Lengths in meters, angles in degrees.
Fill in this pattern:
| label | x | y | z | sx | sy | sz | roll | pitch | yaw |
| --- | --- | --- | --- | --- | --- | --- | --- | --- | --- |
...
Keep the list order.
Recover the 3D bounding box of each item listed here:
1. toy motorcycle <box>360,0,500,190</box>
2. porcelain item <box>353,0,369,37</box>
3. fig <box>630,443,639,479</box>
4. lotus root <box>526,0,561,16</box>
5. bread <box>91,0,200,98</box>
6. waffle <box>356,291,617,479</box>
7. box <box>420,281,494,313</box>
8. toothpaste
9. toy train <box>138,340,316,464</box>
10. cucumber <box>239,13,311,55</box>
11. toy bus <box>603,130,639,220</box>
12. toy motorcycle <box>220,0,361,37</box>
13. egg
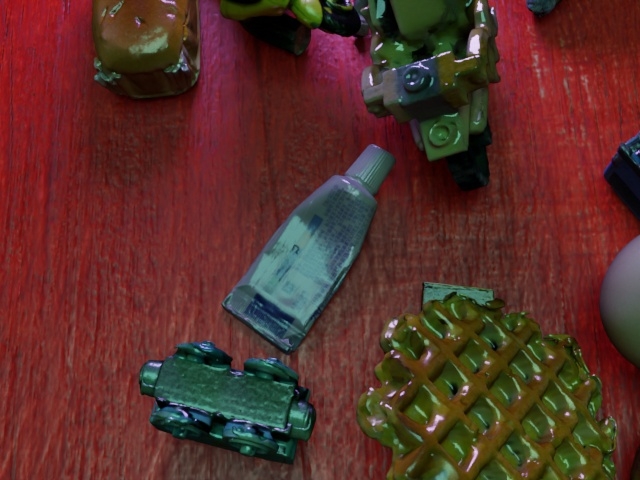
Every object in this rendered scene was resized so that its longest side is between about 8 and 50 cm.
| label | x | y | z | sx | sy | sz | roll | pitch | yaw |
| --- | --- | --- | --- | --- | --- | --- | --- | --- | --- |
| toy motorcycle | 0.139 | -0.270 | 1.048 | 0.169 | 0.237 | 0.410 | -18 | 69 | 24 |
| porcelain item | 0.054 | -0.358 | 1.166 | 0.021 | 0.075 | 0.136 | 0 | 111 | -18 |
| fig | 0.383 | 0.267 | 0.942 | 0.125 | 0.089 | 0.089 | -44 | 74 | 15 |
| lotus root | 0.365 | -0.466 | 1.160 | 0.158 | 0.140 | 0.322 | 24 | 75 | 8 |
| bread | -0.239 | -0.318 | 1.133 | 0.136 | 0.107 | 0.241 | -6 | 70 | 2 |
| waffle | 0.190 | 0.190 | 0.900 | 0.325 | 0.068 | 0.302 | 13 | 52 | -22 |
| box | 0.165 | 0.120 | 1.016 | 0.090 | 0.023 | 0.133 | 4 | 71 | 4 |
| toothpaste | 0.001 | 0.001 | 1.046 | 0.099 | 0.068 | 0.282 | 30 | 82 | 42 |
| toy train | -0.102 | 0.185 | 0.928 | 0.198 | 0.154 | 0.107 | 13 | 68 | 4 |
| cucumber | -0.068 | -0.296 | 1.154 | 0.105 | 0.048 | 0.048 | 23 | 72 | 11 |
| toy bus | 0.486 | -0.124 | 1.040 | 0.234 | 0.133 | 0.116 | -34 | 74 | -5 |
| toy motorcycle | -0.089 | -0.392 | 1.113 | 0.142 | 0.206 | 0.342 | -47 | 56 | 27 |
| egg | 0.443 | 0.062 | 0.946 | 0.254 | 0.188 | 0.188 | -18 | 71 | -12 |
